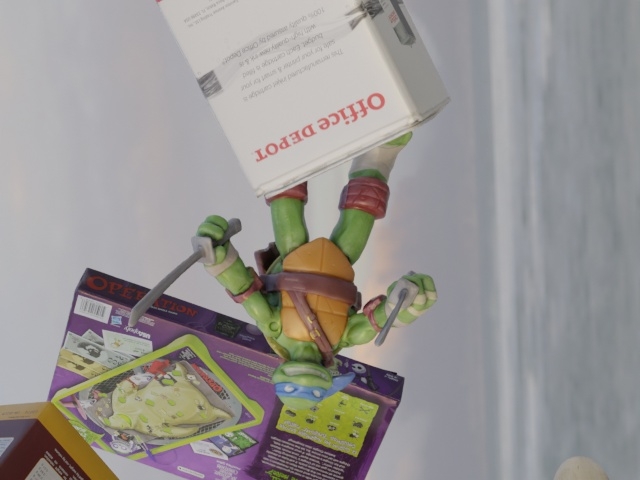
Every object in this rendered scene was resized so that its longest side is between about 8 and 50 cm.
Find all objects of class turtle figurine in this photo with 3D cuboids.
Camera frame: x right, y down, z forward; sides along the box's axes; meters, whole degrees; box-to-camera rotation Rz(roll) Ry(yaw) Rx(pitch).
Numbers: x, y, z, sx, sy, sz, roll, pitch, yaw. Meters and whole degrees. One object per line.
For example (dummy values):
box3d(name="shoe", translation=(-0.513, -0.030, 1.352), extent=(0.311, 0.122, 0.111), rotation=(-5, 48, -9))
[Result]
box3d(name="turtle figurine", translation=(0.000, 0.000, 1.395), extent=(0.274, 0.198, 0.266), rotation=(42, -131, -54))

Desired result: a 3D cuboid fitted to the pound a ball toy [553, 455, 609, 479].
box3d(name="pound a ball toy", translation=(0.197, 0.299, 1.264), extent=(0.319, 0.208, 0.136), rotation=(-53, 12, 36))

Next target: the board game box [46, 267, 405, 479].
box3d(name="board game box", translation=(-0.107, 0.170, 1.659), extent=(0.056, 0.347, 0.208), rotation=(-74, 4, -58))

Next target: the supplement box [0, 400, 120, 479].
box3d(name="supplement box", translation=(-0.247, 0.265, 1.255), extent=(0.191, 0.129, 0.194), rotation=(54, -130, -25))

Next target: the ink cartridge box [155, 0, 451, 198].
box3d(name="ink cartridge box", translation=(-0.019, -0.164, 1.235), extent=(0.218, 0.158, 0.092), rotation=(64, -153, -4))
